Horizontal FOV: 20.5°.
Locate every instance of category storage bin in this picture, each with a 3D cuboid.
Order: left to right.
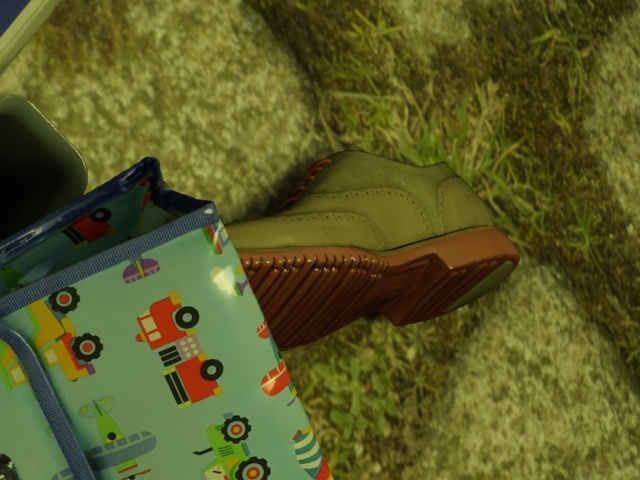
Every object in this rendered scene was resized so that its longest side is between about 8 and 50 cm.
[{"bbox_3d":[-0.231,-0.020,1.126,0.098,0.091,0.135,48,50,-29],"label":"storage bin"}]

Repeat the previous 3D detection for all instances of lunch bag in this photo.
[{"bbox_3d":[-0.169,0.121,1.056,0.293,0.138,0.221,-28,113,-13],"label":"lunch bag"}]

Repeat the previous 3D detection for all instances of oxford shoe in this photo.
[{"bbox_3d":[0.000,0.000,1.379,0.348,0.123,0.130,-3,58,-46],"label":"oxford shoe"}]

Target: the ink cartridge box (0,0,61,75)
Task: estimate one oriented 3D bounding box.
[{"bbox_3d":[-0.297,-0.106,1.041,0.175,0.069,0.371,34,52,-4],"label":"ink cartridge box"}]
